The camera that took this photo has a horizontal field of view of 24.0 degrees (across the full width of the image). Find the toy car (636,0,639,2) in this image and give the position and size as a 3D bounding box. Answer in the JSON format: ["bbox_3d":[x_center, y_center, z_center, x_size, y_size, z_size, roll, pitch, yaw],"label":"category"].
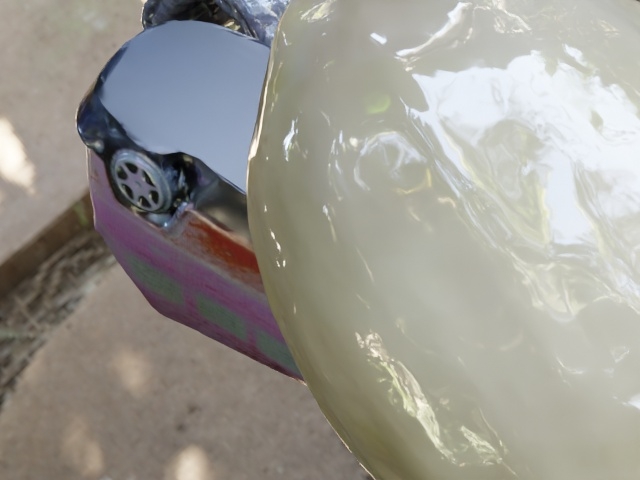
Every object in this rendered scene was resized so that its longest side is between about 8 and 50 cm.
[{"bbox_3d":[0.390,-0.252,1.383,0.172,0.235,0.158,-38,43,23],"label":"toy car"}]

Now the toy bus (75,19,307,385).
[{"bbox_3d":[0.000,0.000,0.857,0.303,0.147,0.127,28,50,20],"label":"toy bus"}]

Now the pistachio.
[{"bbox_3d":[0.102,0.017,0.601,0.230,0.230,0.309,-40,85,-7],"label":"pistachio"}]

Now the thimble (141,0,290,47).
[{"bbox_3d":[-0.041,-0.135,1.025,0.150,0.150,0.098,21,42,40],"label":"thimble"}]
